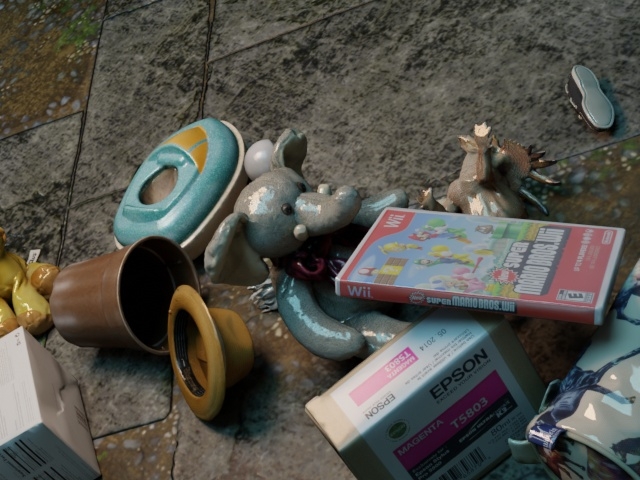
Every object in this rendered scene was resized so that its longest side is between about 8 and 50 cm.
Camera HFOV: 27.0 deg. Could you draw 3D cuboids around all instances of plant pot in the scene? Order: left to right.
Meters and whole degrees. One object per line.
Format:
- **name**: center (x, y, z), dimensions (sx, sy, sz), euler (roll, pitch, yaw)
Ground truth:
- **plant pot**: center (-0.283, 0.085, 1.889), dimensions (0.165, 0.167, 0.167), euler (-9, 47, 37)

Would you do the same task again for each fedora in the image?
- **fedora**: center (-0.140, 0.143, 1.762), dimensions (0.079, 0.194, 0.194), euler (-9, 35, -24)

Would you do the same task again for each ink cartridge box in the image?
- **ink cartridge box**: center (0.129, 0.190, 1.489), dimensions (0.235, 0.193, 0.088), euler (-38, 41, -3)

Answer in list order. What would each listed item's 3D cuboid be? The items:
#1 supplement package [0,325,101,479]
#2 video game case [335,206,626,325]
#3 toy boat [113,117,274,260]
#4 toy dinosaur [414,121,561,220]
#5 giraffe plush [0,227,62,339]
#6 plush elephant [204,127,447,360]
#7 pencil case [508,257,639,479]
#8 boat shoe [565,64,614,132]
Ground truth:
- **supplement package**: center (-0.437, 0.268, 1.812), dimensions (0.203, 0.149, 0.194), euler (-31, 42, 4)
- **video game case**: center (0.182, 0.023, 1.471), dimensions (0.285, 0.025, 0.204), euler (5, 26, 18)
- **toy boat**: center (-0.159, -0.087, 1.965), dimensions (0.318, 0.148, 0.267), euler (1, 53, 34)
- **toy dinosaur**: center (0.229, -0.026, 1.684), dimensions (0.127, 0.200, 0.295), euler (-19, 70, 36)
- **giraffe plush**: center (-0.505, 0.042, 2.050), dimensions (0.181, 0.170, 0.210), euler (-22, 43, 14)
- **plush elephant**: center (0.000, 0.000, 1.700), dimensions (0.330, 0.255, 0.271), euler (0, 52, 33)
- **pencil case**: center (0.374, 0.100, 1.441), dimensions (0.184, 0.160, 0.410), euler (24, 66, 28)
- **boat shoe**: center (0.362, -0.185, 1.805), dimensions (0.046, 0.038, 0.125), euler (3, 45, -20)
